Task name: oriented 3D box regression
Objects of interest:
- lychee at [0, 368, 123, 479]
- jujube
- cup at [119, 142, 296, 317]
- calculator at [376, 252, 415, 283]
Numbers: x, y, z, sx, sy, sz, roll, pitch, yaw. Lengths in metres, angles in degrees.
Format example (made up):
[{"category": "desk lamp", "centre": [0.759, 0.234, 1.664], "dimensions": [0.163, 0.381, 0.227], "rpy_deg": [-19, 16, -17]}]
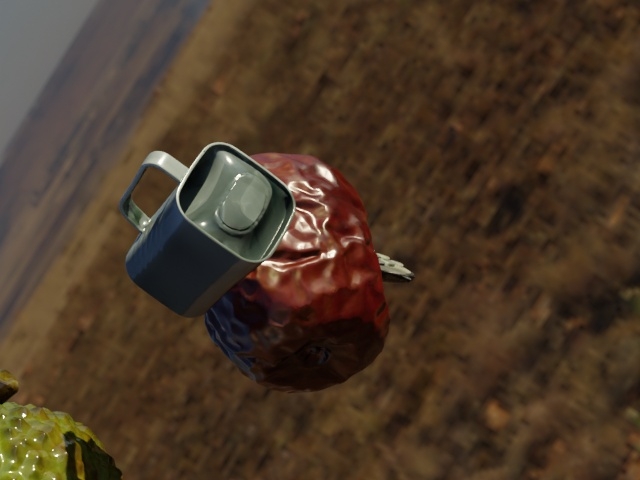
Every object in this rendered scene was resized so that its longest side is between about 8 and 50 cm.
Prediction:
[{"category": "lychee", "centre": [-0.301, 0.261, 1.537], "dimensions": [0.270, 0.270, 0.319], "rpy_deg": [172, 100, -77]}, {"category": "jujube", "centre": [-0.036, 0.033, 1.760], "dimensions": [0.213, 0.213, 0.232], "rpy_deg": [-49, 42, 42]}, {"category": "cup", "centre": [-0.107, -0.015, 1.429], "dimensions": [0.129, 0.128, 0.095], "rpy_deg": [-44, 14, 48]}, {"category": "calculator", "centre": [0.000, 0.000, 2.169], "dimensions": [0.177, 0.268, 0.040], "rpy_deg": [9, -78, -64]}]
